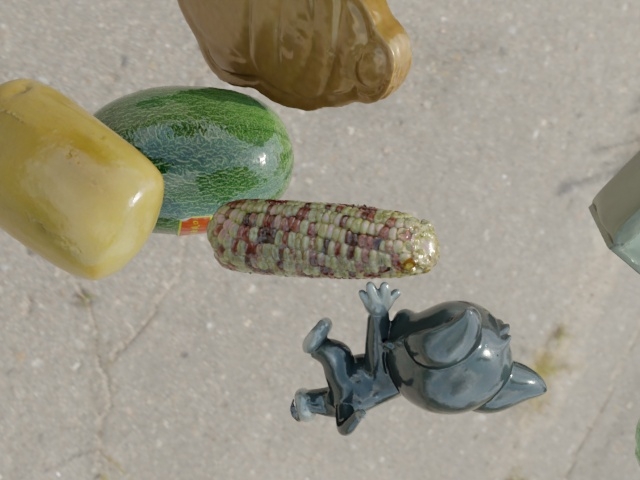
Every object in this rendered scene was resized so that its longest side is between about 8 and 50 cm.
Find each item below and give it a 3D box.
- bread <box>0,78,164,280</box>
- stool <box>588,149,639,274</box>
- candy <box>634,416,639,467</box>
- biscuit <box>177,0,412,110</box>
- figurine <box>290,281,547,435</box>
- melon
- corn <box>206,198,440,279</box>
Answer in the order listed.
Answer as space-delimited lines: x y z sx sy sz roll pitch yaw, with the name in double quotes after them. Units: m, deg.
-0.263 -0.061 1.036 0.147 0.217 0.098 -60 167 9 "bread"
0.566 -0.029 1.503 0.269 0.170 0.243 39 110 -11 "stool"
0.473 0.387 1.246 0.119 0.119 0.440 -23 98 -30 "candy"
-0.048 -0.292 1.198 0.057 0.351 0.312 -36 140 -37 "biscuit"
0.080 0.132 1.130 0.265 0.140 0.193 -27 131 7 "figurine"
-0.175 -0.097 1.287 0.287 0.182 0.182 -1 113 -11 "melon"
0.000 0.000 1.125 0.086 0.253 0.086 4 90 -67 "corn"
